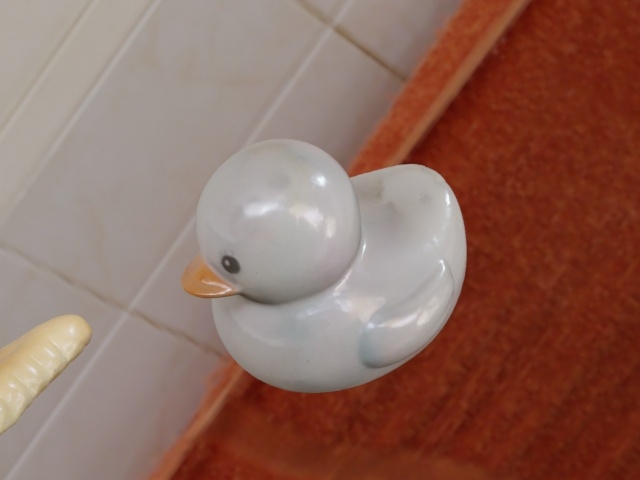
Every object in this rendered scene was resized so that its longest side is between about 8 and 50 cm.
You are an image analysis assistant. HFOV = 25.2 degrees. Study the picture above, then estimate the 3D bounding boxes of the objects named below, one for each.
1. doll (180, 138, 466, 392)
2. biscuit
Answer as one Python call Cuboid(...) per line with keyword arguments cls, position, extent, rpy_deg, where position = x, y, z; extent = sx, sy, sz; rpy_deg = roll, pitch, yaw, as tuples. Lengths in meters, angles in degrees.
Cuboid(cls="doll", position=(0.000, 0.000, 1.175), extent=(0.221, 0.251, 0.221), rpy_deg=(53, -23, 34))
Cuboid(cls="biscuit", position=(-0.245, 0.124, 0.839), extent=(0.030, 0.249, 0.160), rpy_deg=(53, 46, -10))
